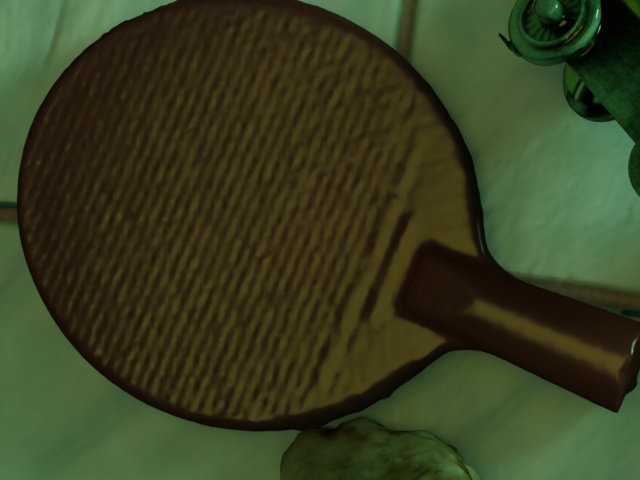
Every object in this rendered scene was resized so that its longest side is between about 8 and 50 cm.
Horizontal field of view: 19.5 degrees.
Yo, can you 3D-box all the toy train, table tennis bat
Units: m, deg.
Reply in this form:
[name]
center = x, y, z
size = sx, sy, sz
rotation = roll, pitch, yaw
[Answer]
[toy train]
center = 0.213, -0.100, 1.020
size = 0.157, 0.105, 0.253
rotation = -42, 48, 12
[table tennis bat]
center = 0.000, 0.000, 1.133
size = 0.414, 0.051, 0.268
rotation = 22, 89, 16

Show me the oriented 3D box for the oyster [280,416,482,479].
[oyster]
center = 0.089, 0.246, 1.065
size = 0.166, 0.110, 0.341
rotation = -20, 69, 8
